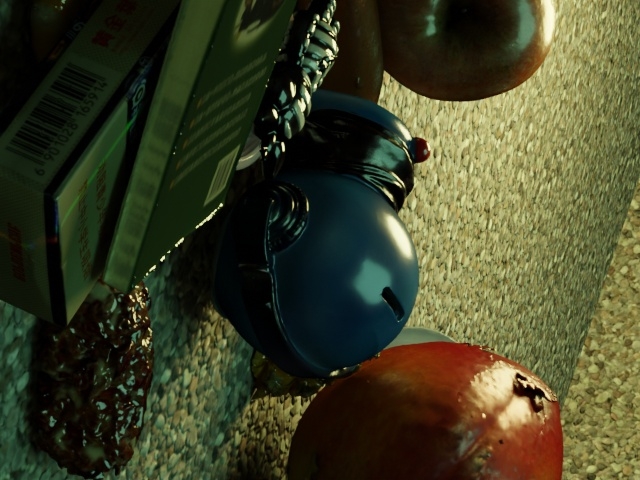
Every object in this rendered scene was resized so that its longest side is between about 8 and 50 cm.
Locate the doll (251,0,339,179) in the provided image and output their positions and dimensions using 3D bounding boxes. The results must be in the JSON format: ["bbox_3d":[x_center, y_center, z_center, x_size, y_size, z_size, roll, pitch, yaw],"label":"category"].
[{"bbox_3d":[-0.031,-0.164,1.681,0.091,0.067,0.219,81,25,-49],"label":"doll"}]

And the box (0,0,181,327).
[{"bbox_3d":[-0.179,-0.103,1.410,0.198,0.084,0.310,99,18,-55],"label":"box"}]

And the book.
[{"bbox_3d":[-0.082,-0.155,1.441,0.260,0.043,0.371,-50,163,-64],"label":"book"}]

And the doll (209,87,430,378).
[{"bbox_3d":[0.000,0.000,1.824,0.284,0.240,0.310,53,48,-48],"label":"doll"}]

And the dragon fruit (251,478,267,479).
[{"bbox_3d":[-0.066,0.337,2.054,0.190,0.094,0.094,4,99,-73],"label":"dragon fruit"}]

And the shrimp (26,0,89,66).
[{"bbox_3d":[-0.177,-0.261,1.450,0.287,0.063,0.152,-65,159,-19],"label":"shrimp"}]

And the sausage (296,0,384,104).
[{"bbox_3d":[0.018,-0.275,1.885,0.097,0.094,0.348,-83,169,-47],"label":"sausage"}]

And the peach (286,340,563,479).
[{"bbox_3d":[0.142,0.287,2.085,0.370,0.370,0.370,14,90,-68],"label":"peach"}]

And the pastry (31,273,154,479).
[{"bbox_3d":[-0.209,0.118,1.562,0.115,0.097,0.208,-37,136,-73],"label":"pastry"}]

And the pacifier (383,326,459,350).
[{"bbox_3d":[0.128,0.272,2.375,0.226,0.238,0.287,144,-38,-78],"label":"pacifier"}]

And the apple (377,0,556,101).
[{"bbox_3d":[0.166,-0.291,2.030,0.253,0.254,0.253,14,90,-68],"label":"apple"}]

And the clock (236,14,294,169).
[{"bbox_3d":[-0.097,-0.173,1.694,0.197,0.068,0.196,14,90,-68],"label":"clock"}]

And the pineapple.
[{"bbox_3d":[0.013,0.070,2.025,0.250,0.140,0.164,-55,149,-36],"label":"pineapple"}]
